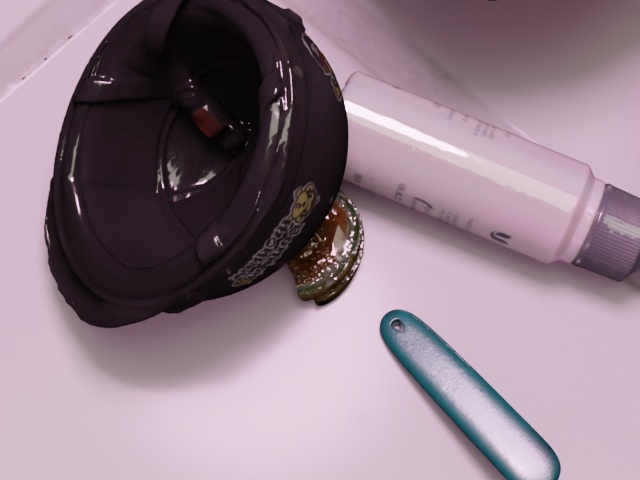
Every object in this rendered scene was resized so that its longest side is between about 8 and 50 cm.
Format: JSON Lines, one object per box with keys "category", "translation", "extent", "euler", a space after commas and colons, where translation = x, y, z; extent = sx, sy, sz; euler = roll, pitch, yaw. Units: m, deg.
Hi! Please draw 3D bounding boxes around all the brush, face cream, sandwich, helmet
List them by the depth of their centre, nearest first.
{"category": "helmet", "translation": [-0.082, -0.056, 1.023], "extent": [0.230, 0.160, 0.279], "euler": [48, 115, 33]}
{"category": "brush", "translation": [0.116, 0.128, 1.050], "extent": [0.043, 0.032, 0.193], "euler": [-39, 65, -12]}
{"category": "face cream", "translation": [0.153, -0.042, 1.081], "extent": [0.311, 0.092, 0.092], "euler": [22, 69, 5]}
{"category": "sandwich", "translation": [0.002, 0.004, 1.087], "extent": [0.069, 0.026, 0.101], "euler": [30, 71, 6]}
